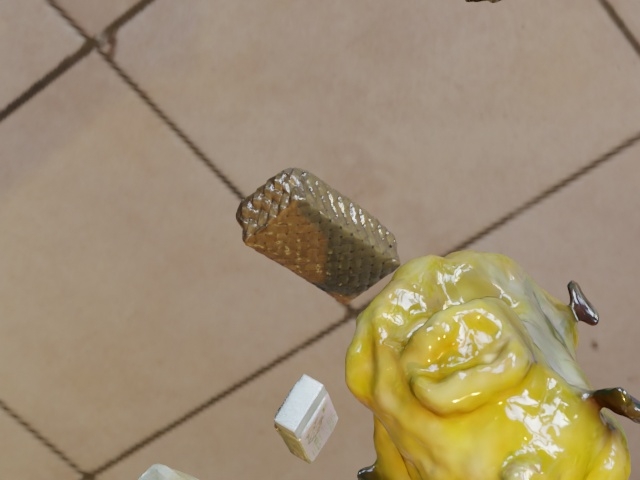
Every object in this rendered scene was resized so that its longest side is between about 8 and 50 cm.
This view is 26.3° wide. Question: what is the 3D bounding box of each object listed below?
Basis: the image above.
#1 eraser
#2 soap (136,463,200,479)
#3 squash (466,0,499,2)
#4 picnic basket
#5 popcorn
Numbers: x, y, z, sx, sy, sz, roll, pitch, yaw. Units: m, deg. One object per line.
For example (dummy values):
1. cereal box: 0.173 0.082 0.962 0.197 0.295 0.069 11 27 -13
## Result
1. eraser: -0.008 0.114 0.872 0.019 0.038 0.083 30 165 16
2. soap: -0.095 0.248 0.469 0.315 0.199 0.091 -49 128 -1
3. squash: 0.250 -0.245 0.979 0.341 0.094 0.094 -20 121 6
4. picnic basket: 0.000 0.000 1.518 0.110 0.054 0.193 -36 130 25
5. popcorn: 0.152 0.157 1.289 0.281 0.316 0.297 -35 81 8
